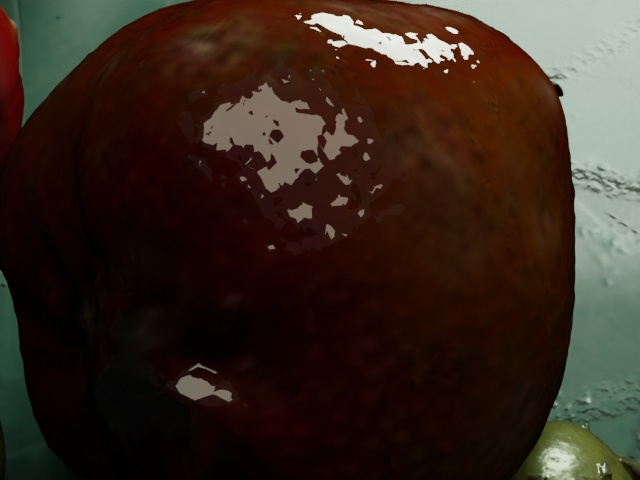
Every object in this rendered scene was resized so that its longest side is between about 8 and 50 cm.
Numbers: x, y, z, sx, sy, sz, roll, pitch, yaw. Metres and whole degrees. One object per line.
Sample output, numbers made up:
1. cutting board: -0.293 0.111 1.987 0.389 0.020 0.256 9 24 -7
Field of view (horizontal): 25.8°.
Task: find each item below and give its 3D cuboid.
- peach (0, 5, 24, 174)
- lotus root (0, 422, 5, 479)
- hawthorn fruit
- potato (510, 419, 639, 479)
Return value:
1. peach: -0.277 -0.065 0.778 0.196 0.190 0.226 37 50 10
2. lotus root: -0.203 0.148 0.667 0.090 0.077 0.183 4 47 -5
3. hawthorn fruit: -0.015 0.001 0.685 0.295 0.295 0.311 10 36 5
4. potato: 0.128 0.169 0.668 0.105 0.085 0.188 -1 49 -33
